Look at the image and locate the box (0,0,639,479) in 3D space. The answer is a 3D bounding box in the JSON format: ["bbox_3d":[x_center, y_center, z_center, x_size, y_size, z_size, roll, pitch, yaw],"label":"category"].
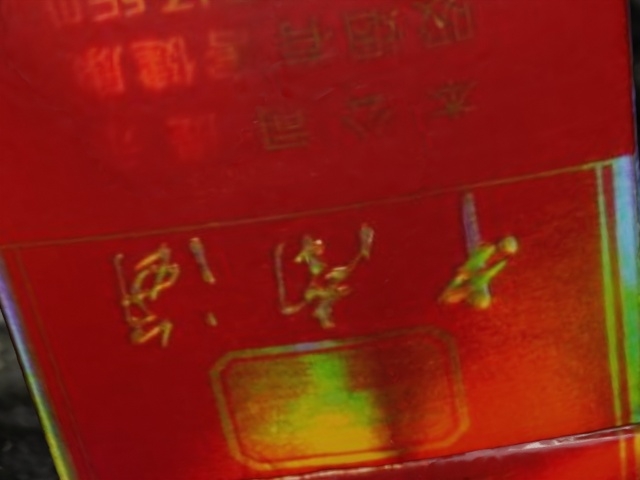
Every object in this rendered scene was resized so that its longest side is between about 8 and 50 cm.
[{"bbox_3d":[0.001,-0.001,0.607,0.197,0.089,0.313,-9,130,4],"label":"box"}]
